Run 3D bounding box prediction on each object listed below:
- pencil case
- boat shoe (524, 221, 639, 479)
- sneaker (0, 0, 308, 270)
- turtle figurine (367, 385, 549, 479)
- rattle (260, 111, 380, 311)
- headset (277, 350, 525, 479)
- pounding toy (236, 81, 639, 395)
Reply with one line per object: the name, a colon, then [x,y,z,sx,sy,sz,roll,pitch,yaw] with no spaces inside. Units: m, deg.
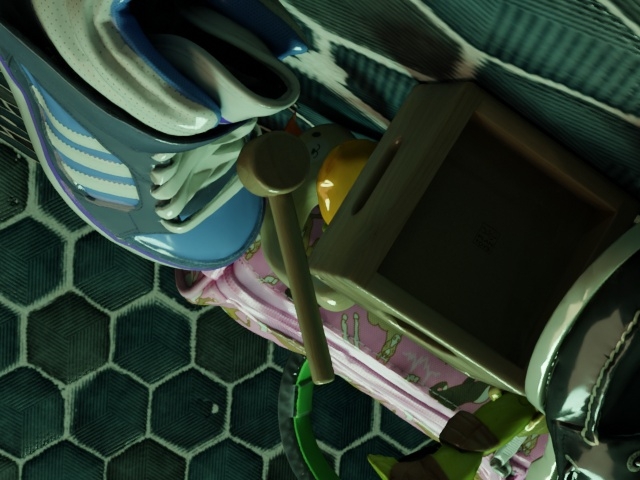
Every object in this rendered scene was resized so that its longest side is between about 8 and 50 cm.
pencil case: [0.054,0.068,1.478,0.386,0.160,0.167,35,173,-21]
boat shoe: [0.184,0.114,0.940,0.113,0.127,0.340,48,153,29]
sneaker: [-0.080,-0.070,1.011,0.236,0.130,0.323,26,155,49]
turtle figurine: [0.134,0.092,1.084,0.087,0.217,0.269,48,-179,-3]
rattle: [-0.016,-0.056,1.164,0.142,0.130,0.200,31,-157,-45]
headset: [0.152,0.187,1.746,0.394,0.243,0.185,8,-171,26]
pounding toy: [0.037,0.000,0.943,0.206,0.181,0.094,33,173,-17]
